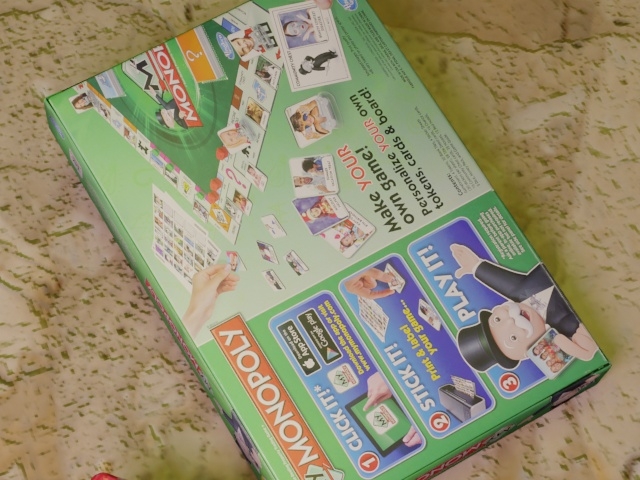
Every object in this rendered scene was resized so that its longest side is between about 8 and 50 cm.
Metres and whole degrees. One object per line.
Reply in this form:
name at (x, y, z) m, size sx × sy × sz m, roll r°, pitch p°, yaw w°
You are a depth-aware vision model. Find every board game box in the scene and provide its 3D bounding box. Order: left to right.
board game box at (0.000, 0.000, 1.152) m, size 0.213 × 0.046 × 0.317 m, roll -28°, pitch 73°, yaw -14°

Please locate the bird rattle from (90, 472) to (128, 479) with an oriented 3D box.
bird rattle at (-0.080, 0.259, 1.014) m, size 0.207 × 0.143 × 0.253 m, roll 30°, pitch 51°, yaw 4°
